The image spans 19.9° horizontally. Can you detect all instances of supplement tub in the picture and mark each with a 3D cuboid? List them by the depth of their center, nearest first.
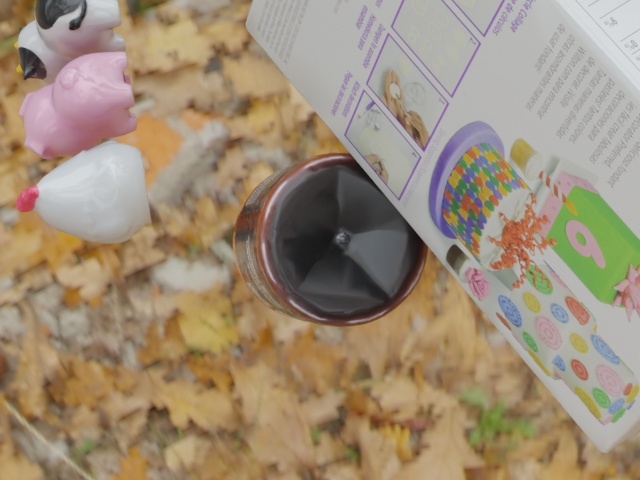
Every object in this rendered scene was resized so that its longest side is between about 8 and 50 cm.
[{"bbox_3d":[0.000,0.000,1.153,0.106,0.198,0.106,0,90,-9],"label":"supplement tub"}]

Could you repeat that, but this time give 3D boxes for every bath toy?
[{"bbox_3d":[-0.250,-0.146,1.808,0.129,0.151,0.348,-9,60,-6],"label":"bath toy"}]

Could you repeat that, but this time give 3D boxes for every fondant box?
[{"bbox_3d":[0.113,-0.079,0.946,0.096,0.238,0.330,-31,74,-26],"label":"fondant box"}]
